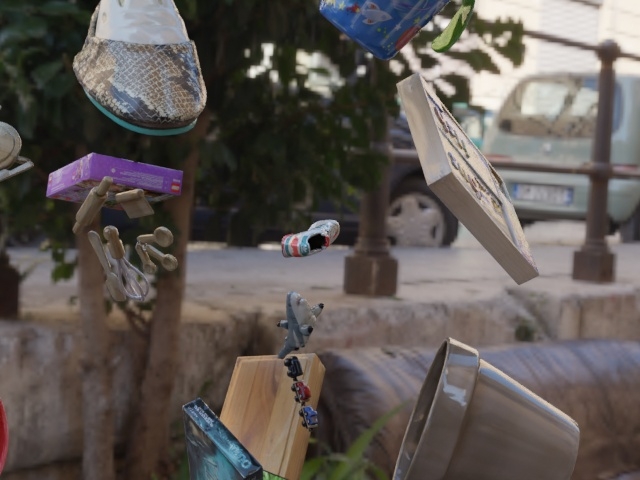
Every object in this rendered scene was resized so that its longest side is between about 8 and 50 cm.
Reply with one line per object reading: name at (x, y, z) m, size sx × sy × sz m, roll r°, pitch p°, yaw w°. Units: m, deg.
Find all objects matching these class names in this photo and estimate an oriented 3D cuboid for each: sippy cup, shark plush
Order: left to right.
shark plush at (-0.046, 0.153, 1.873) m, size 0.067 × 0.073 × 0.161 m, roll 25°, pitch -35°, yaw 2°
sippy cup at (0.122, -0.456, 1.874) m, size 0.305 × 0.224 × 0.240 m, roll 39°, pitch 11°, yaw 3°

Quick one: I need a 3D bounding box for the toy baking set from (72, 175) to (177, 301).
toy baking set at (-0.349, 0.008, 1.806) m, size 0.256 × 0.197 × 0.030 m, roll -41°, pitch 0°, yaw 43°

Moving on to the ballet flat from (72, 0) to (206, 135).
ballet flat at (-0.257, -0.281, 1.426) m, size 0.164 × 0.182 × 0.483 m, roll 0°, pitch 18°, yaw -16°

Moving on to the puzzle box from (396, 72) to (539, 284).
puzzle box at (0.291, -0.113, 2.031) m, size 0.052 × 0.272 × 0.409 m, roll -28°, pitch -41°, yaw 19°

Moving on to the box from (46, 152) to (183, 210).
box at (-0.447, -0.120, 2.240) m, size 0.201 × 0.057 × 0.293 m, roll 11°, pitch -11°, yaw -30°

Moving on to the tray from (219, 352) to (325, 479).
tray at (-0.133, 0.440, 2.297) m, size 0.203 × 0.411 × 0.076 m, roll -5°, pitch -43°, yaw 24°

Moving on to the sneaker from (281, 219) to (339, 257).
sneaker at (0.000, 0.000, 2.012) m, size 0.075 × 0.057 × 0.161 m, roll 4°, pitch 16°, yaw 39°

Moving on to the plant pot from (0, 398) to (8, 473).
plant pot at (-0.771, 0.375, 1.965) m, size 0.243 × 0.274 × 0.275 m, roll -17°, pitch -6°, yaw 26°

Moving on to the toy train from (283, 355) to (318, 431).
toy train at (-0.036, 0.308, 2.110) m, size 0.036 × 0.158 × 0.027 m, roll -30°, pitch -20°, yaw 37°

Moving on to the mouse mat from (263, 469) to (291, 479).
mouse mat at (-0.098, 0.466, 1.736) m, size 0.153 × 0.007 × 0.189 m, roll 23°, pitch 42°, yaw -6°

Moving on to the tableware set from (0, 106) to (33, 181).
tableware set at (-0.525, -0.107, 1.508) m, size 0.194 × 0.128 × 0.039 m, roll -27°, pitch -23°, yaw -16°

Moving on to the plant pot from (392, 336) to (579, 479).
plant pot at (0.308, 0.375, 1.909) m, size 0.280 × 0.323 × 0.323 m, roll 20°, pitch 4°, yaw 4°

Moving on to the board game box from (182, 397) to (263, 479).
board game box at (-0.107, 0.281, 1.167) m, size 0.026 × 0.186 × 0.126 m, roll -25°, pitch 44°, yaw -29°
